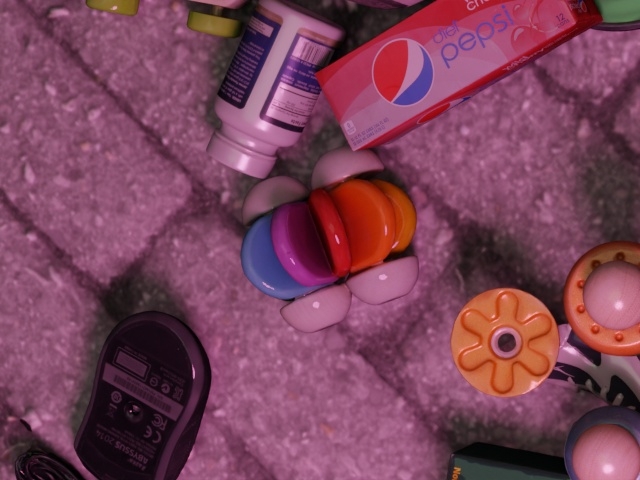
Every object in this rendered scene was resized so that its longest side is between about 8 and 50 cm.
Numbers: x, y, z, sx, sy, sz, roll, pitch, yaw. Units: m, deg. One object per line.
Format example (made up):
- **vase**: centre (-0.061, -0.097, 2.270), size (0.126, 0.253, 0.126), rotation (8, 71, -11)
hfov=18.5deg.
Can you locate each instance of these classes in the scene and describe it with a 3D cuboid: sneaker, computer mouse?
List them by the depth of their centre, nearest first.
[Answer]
- **sneaker**: centre (0.284, 0.150, 1.844), size (0.235, 0.094, 0.153), rotation (-9, 80, 9)
- **computer mouse**: centre (-0.192, 0.186, 2.031), size (0.188, 0.072, 0.272), rotation (33, 113, 16)

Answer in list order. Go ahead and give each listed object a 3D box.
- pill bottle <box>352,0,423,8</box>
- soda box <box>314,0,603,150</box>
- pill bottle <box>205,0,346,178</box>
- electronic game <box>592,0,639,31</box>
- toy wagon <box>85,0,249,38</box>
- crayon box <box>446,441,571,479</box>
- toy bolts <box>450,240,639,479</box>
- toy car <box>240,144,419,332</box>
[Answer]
- **pill bottle**: centre (0.051, -0.299, 1.816), size (0.162, 0.278, 0.162), rotation (1, 92, 19)
- **soda box**: centre (0.130, -0.184, 1.874), size (0.263, 0.083, 0.092), rotation (-30, 84, 27)
- **pill bottle**: centre (-0.049, -0.152, 1.953), size (0.094, 0.094, 0.169), rotation (28, 100, 16)
- **electronic game**: centre (0.283, -0.313, 1.857), size (0.229, 0.048, 0.229), rotation (1, 92, 19)
- **toy wagon**: centre (-0.175, -0.360, 2.005), size (0.344, 0.068, 0.267), rotation (13, 96, 18)
- **crayon box**: centre (0.259, 0.399, 1.854), size (0.313, 0.106, 0.363), rotation (9, 94, 19)
- **toy bolts**: centre (0.222, 0.125, 1.733), size (0.218, 0.158, 0.228), rotation (-12, 84, 13)
- **toy car**: centre (0.000, 0.000, 1.917), size (0.182, 0.136, 0.159), rotation (-23, 84, 18)
